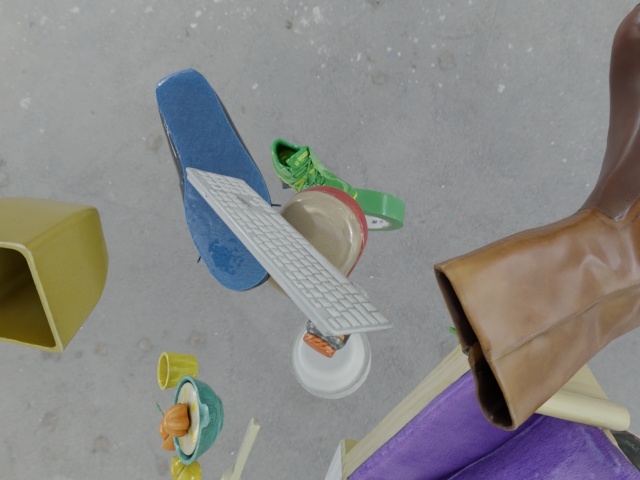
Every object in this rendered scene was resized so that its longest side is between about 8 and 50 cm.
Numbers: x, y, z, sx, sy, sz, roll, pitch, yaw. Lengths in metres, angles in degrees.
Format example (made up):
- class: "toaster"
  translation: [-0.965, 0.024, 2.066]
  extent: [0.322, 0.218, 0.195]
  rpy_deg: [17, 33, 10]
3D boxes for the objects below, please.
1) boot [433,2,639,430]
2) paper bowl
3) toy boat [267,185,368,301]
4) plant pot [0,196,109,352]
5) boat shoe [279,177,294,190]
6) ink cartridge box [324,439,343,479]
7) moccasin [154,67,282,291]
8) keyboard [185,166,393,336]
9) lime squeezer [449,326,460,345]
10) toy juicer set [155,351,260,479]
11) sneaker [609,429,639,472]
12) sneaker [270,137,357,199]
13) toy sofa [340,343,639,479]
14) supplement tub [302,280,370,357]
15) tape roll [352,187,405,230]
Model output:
- class: "boot"
  translation: [0.203, -0.028, 0.329]
  extent: [0.280, 0.096, 0.264]
  rpy_deg: [-23, 109, -13]
- class: "paper bowl"
  translation: [0.031, 0.391, 1.446]
  extent: [0.284, 0.148, 0.284]
  rpy_deg: [-4, 60, 8]
- class: "toy boat"
  translation: [0.000, 0.000, 0.727]
  extent: [0.151, 0.151, 0.231]
  rpy_deg: [34, 134, 5]
- class: "plant pot"
  translation: [-0.192, 0.012, 0.282]
  extent: [0.081, 0.083, 0.081]
  rpy_deg: [9, 121, 7]
- class: "boat shoe"
  translation: [-0.089, -0.247, 1.759]
  extent: [0.095, 0.254, 0.079]
  rpy_deg: [2, 96, 21]
- class: "ink cartridge box"
  translation: [0.203, 0.823, 1.309]
  extent: [0.279, 0.384, 0.160]
  rpy_deg: [26, 84, -10]
- class: "moccasin"
  translation: [-0.140, -0.090, 0.625]
  extent: [0.137, 0.117, 0.342]
  rpy_deg: [-15, 79, -5]
- class: "keyboard"
  translation: [-0.041, -0.003, 0.377]
  extent: [0.256, 0.072, 0.014]
  rpy_deg: [43, 120, 38]
- class: "lime squeezer"
  translation: [0.420, 0.245, 1.127]
  extent: [0.058, 0.310, 0.110]
  rpy_deg: [22, 61, 5]
- class: "toy juicer set"
  translation: [-0.217, 0.328, 0.684]
  extent: [0.329, 0.089, 0.209]
  rpy_deg: [11, 92, 53]
- class: "sneaker"
  translation: [0.564, 0.456, 0.926]
  extent: [0.162, 0.281, 0.107]
  rpy_deg: [5, 85, -23]
- class: "sneaker"
  translation: [-0.035, -0.171, 1.089]
  extent: [0.295, 0.123, 0.109]
  rpy_deg: [36, 77, 28]
- class: "toy sofa"
  translation: [0.163, 0.265, 0.503]
  extent: [0.150, 0.177, 0.363]
  rpy_deg: [18, 127, -15]
- class: "supplement tub"
  translation: [0.040, 0.206, 1.111]
  extent: [0.117, 0.117, 0.190]
  rpy_deg: [29, 69, 14]
- class: "tape roll"
  translation: [0.132, -0.102, 1.456]
  extent: [0.321, 0.321, 0.077]
  rpy_deg: [5, 81, 13]
